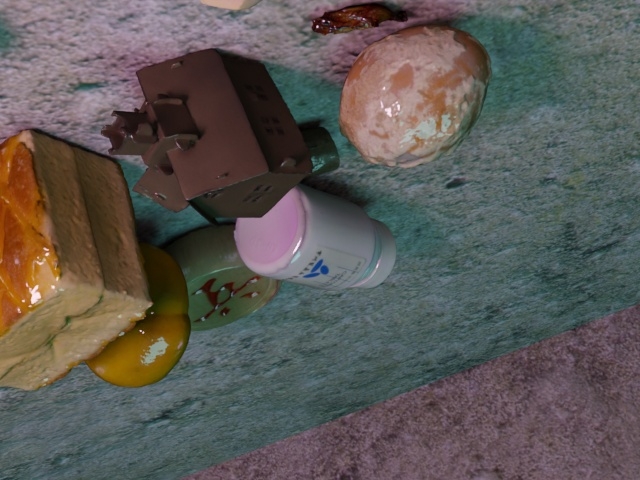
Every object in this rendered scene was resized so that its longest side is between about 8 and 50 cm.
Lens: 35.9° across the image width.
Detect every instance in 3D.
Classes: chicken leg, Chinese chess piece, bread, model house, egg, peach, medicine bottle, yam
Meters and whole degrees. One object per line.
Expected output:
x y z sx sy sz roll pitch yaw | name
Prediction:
0.057 -0.300 1.345 0.144 0.038 0.062 -13 176 -13 | chicken leg
-0.193 0.068 1.817 0.249 0.103 0.250 -17 153 -9 | Chinese chess piece
-0.412 0.036 1.401 0.279 0.279 0.207 -31 150 25 | bread
-0.183 -0.123 1.312 0.243 0.211 0.204 -2 148 -43 | model house
0.134 -0.207 1.407 0.233 0.195 0.195 -39 152 7 | egg
-0.313 0.123 1.656 0.251 0.251 0.153 -37 157 32 | peach
0.000 0.000 1.741 0.170 0.170 0.293 -35 152 28 | medicine bottle
-0.042 -0.132 1.560 0.127 0.084 0.084 -19 155 -11 | yam

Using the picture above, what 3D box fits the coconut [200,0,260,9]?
-0.067 -0.341 0.978 0.197 0.237 0.237 12 154 7 | coconut
